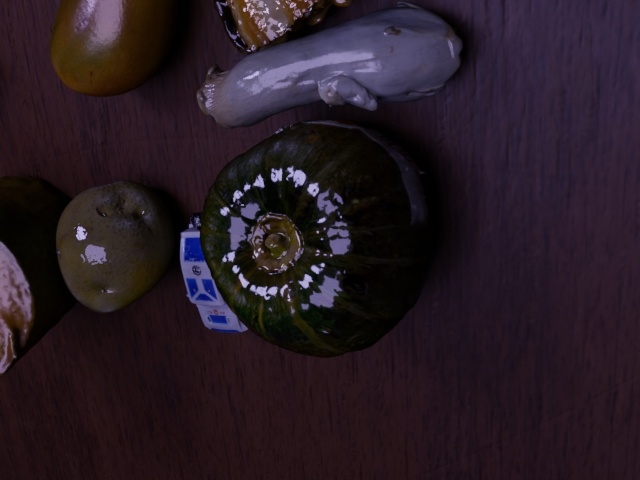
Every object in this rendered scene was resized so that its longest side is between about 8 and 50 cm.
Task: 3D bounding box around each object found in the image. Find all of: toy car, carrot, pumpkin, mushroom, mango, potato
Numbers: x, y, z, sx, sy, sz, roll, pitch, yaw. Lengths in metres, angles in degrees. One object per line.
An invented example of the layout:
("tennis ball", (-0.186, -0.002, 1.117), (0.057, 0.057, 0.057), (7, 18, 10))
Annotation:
("toy car", (-0.135, 0.043, 0.987), (0.080, 0.070, 0.170), (1, 112, 31))
("carrot", (-0.474, 0.053, 1.052), (0.242, 0.340, 0.241), (4, 113, 10))
("pumpkin", (0.002, 0.000, 0.827), (0.260, 0.189, 0.260), (-2, 87, 34))
("mushroom", (0.004, -0.171, 0.769), (0.278, 0.096, 0.099), (-10, 98, 13))
("mango", (-0.226, -0.270, 0.881), (0.138, 0.113, 0.253), (44, 119, 12))
("potato", (-0.282, 0.017, 1.031), (0.157, 0.157, 0.194), (40, 139, 10))

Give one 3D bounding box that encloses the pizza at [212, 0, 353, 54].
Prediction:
("pizza", (-0.024, -0.344, 0.749), (0.288, 0.074, 0.251), (-23, 99, 35))
